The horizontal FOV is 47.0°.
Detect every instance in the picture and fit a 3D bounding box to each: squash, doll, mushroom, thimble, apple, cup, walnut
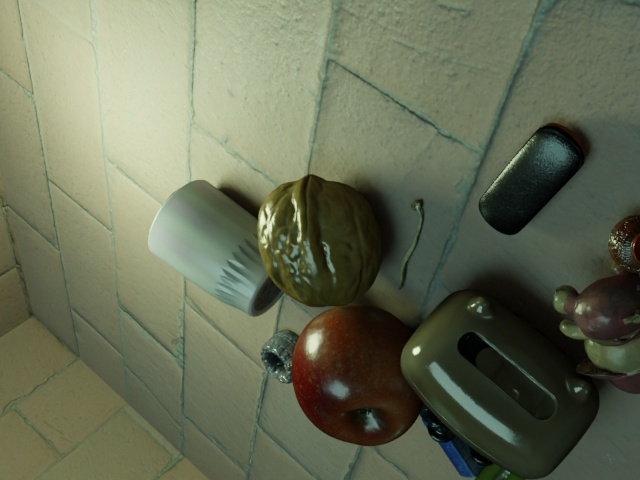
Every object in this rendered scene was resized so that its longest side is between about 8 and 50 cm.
[{"bbox_3d":[0.443,0.575,1.793,0.094,0.094,0.341,38,123,18],"label":"squash"},{"bbox_3d":[0.544,0.167,1.336,0.196,0.152,0.256,-13,122,41],"label":"doll"},{"bbox_3d":[0.206,0.018,1.685,0.028,0.025,0.286,46,149,35],"label":"mushroom"},{"bbox_3d":[-0.106,0.355,2.242,0.150,0.097,0.150,29,139,29],"label":"thimble"},{"bbox_3d":[0.096,0.333,1.811,0.348,0.277,0.349,0,132,0],"label":"apple"},{"bbox_3d":[-0.266,0.025,2.001,0.371,0.253,0.253,36,141,19],"label":"cup"},{"bbox_3d":[-0.001,0.001,1.697,0.277,0.252,0.313,6,115,44],"label":"walnut"}]

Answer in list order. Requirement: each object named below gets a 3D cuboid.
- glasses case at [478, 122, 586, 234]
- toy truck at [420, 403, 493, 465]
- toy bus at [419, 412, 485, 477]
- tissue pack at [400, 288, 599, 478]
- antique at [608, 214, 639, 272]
[{"bbox_3d":[0.382,-0.107,1.346,0.103,0.067,0.267,45,144,11],"label":"glasses case"},{"bbox_3d":[0.356,0.410,1.719,0.224,0.165,0.147,23,156,22],"label":"toy truck"},{"bbox_3d":[0.342,0.492,1.879,0.237,0.094,0.079,56,144,-6],"label":"toy bus"},{"bbox_3d":[0.363,0.289,1.513,0.387,0.267,0.277,41,167,16],"label":"tissue pack"},{"bbox_3d":[0.540,0.006,1.249,0.104,0.104,0.104,28,138,29],"label":"antique"}]
